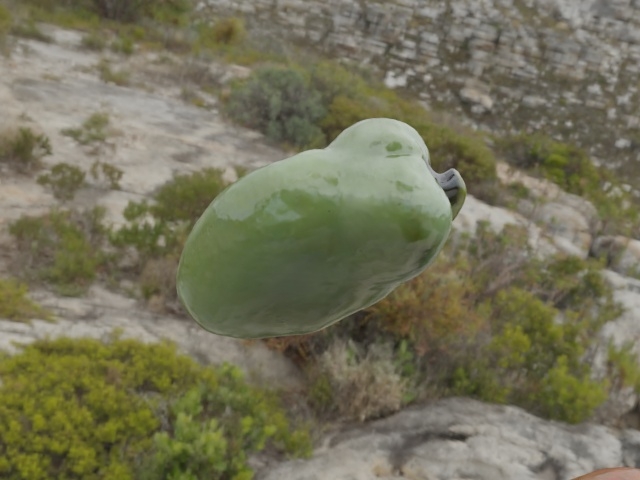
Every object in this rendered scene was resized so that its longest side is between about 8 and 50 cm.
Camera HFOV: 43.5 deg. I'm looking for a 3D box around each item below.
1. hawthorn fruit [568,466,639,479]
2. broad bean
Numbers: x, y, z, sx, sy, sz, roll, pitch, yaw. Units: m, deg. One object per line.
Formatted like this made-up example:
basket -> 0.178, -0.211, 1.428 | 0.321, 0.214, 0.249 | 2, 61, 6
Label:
hawthorn fruit -> 0.182, 0.203, 0.445 | 0.165, 0.165, 0.285 | 20, -14, 23
broad bean -> 0.000, 0.000, 0.601 | 0.227, 0.169, 0.100 | -17, 51, 6
